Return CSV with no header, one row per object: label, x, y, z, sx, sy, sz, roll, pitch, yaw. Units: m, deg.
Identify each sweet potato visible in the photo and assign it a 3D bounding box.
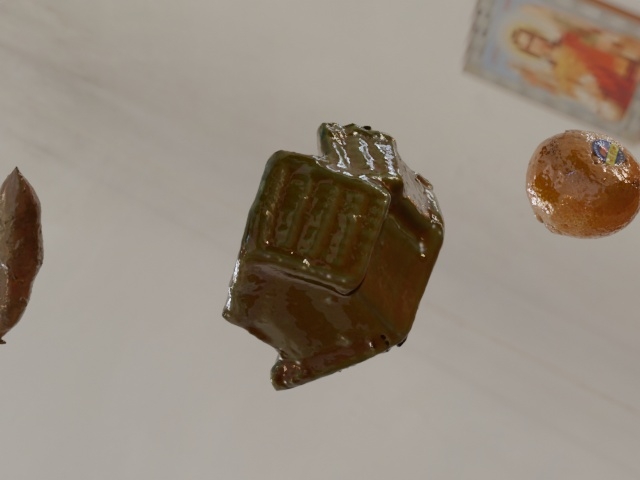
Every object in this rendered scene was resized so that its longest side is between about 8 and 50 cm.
sweet potato,-0.321,0.018,1.510,0.068,0.060,0.206,-118,38,-68

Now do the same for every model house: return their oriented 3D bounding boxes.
model house,-0.001,-0.008,1.524,0.239,0.173,0.268,46,-128,-41

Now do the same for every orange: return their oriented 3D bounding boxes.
orange,0.291,-0.060,1.597,0.135,0.135,0.117,-53,-4,-42
